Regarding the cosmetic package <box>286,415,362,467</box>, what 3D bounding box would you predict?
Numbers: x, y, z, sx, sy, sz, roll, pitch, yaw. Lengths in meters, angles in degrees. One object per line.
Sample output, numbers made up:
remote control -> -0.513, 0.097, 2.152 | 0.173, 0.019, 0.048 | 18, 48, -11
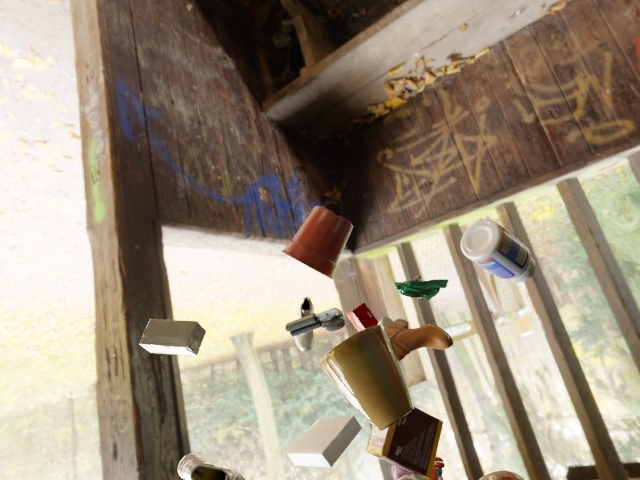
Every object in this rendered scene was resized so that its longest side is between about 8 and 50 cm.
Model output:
cosmetic package -> 0.019, 1.116, 2.265 | 0.284, 0.097, 0.377 | -36, 180, -41

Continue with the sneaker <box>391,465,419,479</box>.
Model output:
sneaker -> 0.346, 0.934, 1.580 | 0.095, 0.104, 0.236 | -37, 122, 3

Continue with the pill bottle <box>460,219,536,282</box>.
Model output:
pill bottle -> 0.635, 0.048, 1.432 | 0.272, 0.152, 0.152 | 29, 140, -30

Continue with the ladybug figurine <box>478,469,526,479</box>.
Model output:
ladybug figurine -> 0.712, 1.075, 1.543 | 0.306, 0.448, 0.162 | -24, -161, -4

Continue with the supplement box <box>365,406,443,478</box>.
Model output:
supplement box -> 0.293, 0.684, 1.422 | 0.194, 0.191, 0.129 | 29, 152, -8

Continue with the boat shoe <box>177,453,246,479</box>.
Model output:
boat shoe -> -0.417, 1.016, 1.706 | 0.157, 0.135, 0.367 | -5, 134, 48

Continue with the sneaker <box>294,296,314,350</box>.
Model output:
sneaker -> -0.087, 0.438, 2.168 | 0.111, 0.296, 0.129 | -2, 147, -1

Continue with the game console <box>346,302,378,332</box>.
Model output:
game console -> 0.235, 0.437, 2.282 | 0.124, 0.144, 0.085 | -35, 175, -2

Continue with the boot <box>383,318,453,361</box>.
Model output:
boot -> 0.356, 0.413, 1.616 | 0.284, 0.108, 0.220 | 16, -148, 37

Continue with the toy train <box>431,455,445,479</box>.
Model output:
toy train -> 0.458, 0.999, 1.754 | 0.144, 0.105, 0.248 | 8, 166, 14

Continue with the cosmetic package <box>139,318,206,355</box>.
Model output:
cosmetic package -> -0.637, 0.417, 1.756 | 0.238, 0.127, 0.107 | -1, 141, 17

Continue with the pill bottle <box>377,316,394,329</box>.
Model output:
pill bottle -> 0.332, 0.538, 2.337 | 0.119, 0.119, 0.208 | 3, 140, -44

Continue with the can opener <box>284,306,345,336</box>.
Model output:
can opener -> -0.028, 0.353, 1.726 | 0.281, 0.093, 0.074 | -21, 121, 25

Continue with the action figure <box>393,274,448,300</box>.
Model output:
action figure -> 0.385, 0.185, 1.622 | 0.233, 0.063, 0.137 | 7, 128, -32

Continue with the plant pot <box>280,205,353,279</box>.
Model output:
plant pot -> 0.000, 0.000, 1.857 | 0.273, 0.264, 0.272 | 28, 176, 2

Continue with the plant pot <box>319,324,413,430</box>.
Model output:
plant pot -> 0.159, 0.431, 1.240 | 0.237, 0.254, 0.237 | -25, 151, -15
